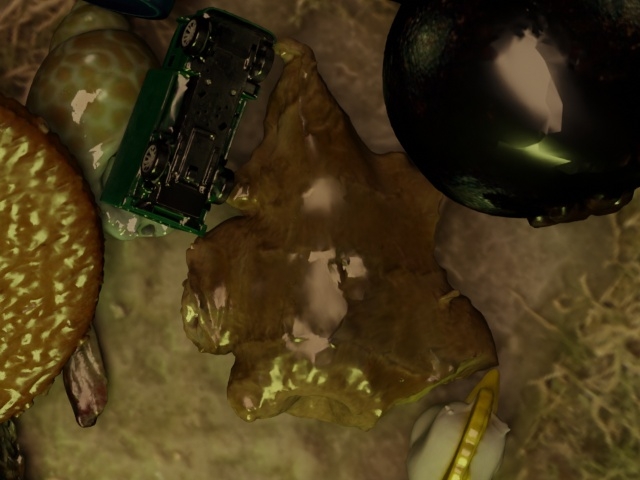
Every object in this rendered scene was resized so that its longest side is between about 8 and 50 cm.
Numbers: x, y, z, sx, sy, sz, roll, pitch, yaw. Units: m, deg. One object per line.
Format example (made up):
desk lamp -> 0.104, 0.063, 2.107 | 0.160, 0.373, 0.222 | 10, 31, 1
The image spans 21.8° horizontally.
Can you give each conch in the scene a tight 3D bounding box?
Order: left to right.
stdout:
conch -> -0.152, -0.082, 1.185 | 0.116, 0.106, 0.173 | -38, 99, 3

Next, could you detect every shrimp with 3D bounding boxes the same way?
shrimp -> -0.223, 0.128, 1.224 | 0.144, 0.052, 0.251 | -17, 89, 5

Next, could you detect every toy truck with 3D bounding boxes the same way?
toy truck -> -0.086, -0.082, 1.119 | 0.065, 0.079, 0.147 | 21, 88, -27

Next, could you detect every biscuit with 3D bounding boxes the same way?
biscuit -> -0.292, 0.022, 1.115 | 0.305, 0.038, 0.305 | -9, 122, -15

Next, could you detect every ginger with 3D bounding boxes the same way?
ginger -> 0.000, 0.000, 1.154 | 0.219, 0.123, 0.270 | -19, 82, -7

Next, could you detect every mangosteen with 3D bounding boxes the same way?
mangosteen -> 0.141, -0.124, 1.085 | 0.243, 0.243, 0.242 | 0, 92, 8

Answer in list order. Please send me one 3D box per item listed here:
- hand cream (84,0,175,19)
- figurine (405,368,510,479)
hand cream -> -0.105, -0.292, 1.176 | 0.120, 0.061, 0.270 | 16, 80, 8
figurine -> 0.086, 0.169, 1.141 | 0.109, 0.129, 0.178 | 29, 96, 9
